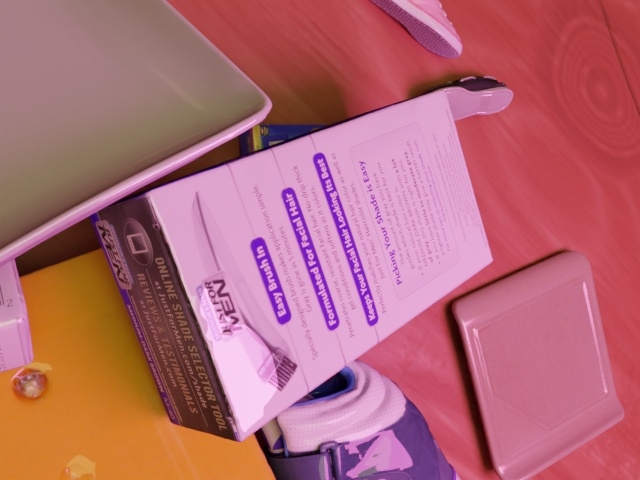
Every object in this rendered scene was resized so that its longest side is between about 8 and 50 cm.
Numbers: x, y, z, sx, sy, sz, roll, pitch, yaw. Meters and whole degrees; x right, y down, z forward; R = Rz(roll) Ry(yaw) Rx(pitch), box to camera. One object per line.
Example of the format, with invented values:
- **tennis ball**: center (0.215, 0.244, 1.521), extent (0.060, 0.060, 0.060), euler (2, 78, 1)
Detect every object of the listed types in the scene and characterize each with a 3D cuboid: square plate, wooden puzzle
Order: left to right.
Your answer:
- **square plate**: center (-0.270, -0.105, 0.451), extent (0.347, 0.049, 0.344), euler (-35, 67, -23)
- **wooden puzzle**: center (0.279, 0.155, 0.836), extent (0.221, 0.044, 0.238), euler (-20, 96, -25)

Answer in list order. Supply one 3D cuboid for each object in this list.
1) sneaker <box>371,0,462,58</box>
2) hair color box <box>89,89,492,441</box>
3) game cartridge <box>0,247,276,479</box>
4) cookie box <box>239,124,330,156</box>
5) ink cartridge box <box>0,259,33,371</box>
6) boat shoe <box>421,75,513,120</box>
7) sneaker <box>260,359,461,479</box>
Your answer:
- **sneaker**: center (0.119, -0.267, 0.731), extent (0.134, 0.051, 0.070), euler (33, 82, -20)
- **hair color box**: center (0.000, 0.000, 0.572), extent (0.339, 0.110, 0.185), euler (-27, 103, -41)
- **game cartridge**: center (-0.192, 0.183, 0.501), extent (0.285, 0.053, 0.323), euler (-23, 84, -33)
- **cookie box**: center (-0.025, -0.072, 0.670), extent (0.107, 0.040, 0.091), euler (-5, 93, -27)
- **ink cartridge box**: center (-0.377, 0.001, 0.443), extent (0.296, 0.066, 0.261), euler (-12, 55, -26)
- **boat shoe**: center (0.166, -0.171, 0.767), extent (0.125, 0.038, 0.046), euler (-12, 139, -21)
- **sneaker**: center (-0.027, 0.266, 0.645), extent (0.323, 0.130, 0.236), euler (-40, 99, -15)
